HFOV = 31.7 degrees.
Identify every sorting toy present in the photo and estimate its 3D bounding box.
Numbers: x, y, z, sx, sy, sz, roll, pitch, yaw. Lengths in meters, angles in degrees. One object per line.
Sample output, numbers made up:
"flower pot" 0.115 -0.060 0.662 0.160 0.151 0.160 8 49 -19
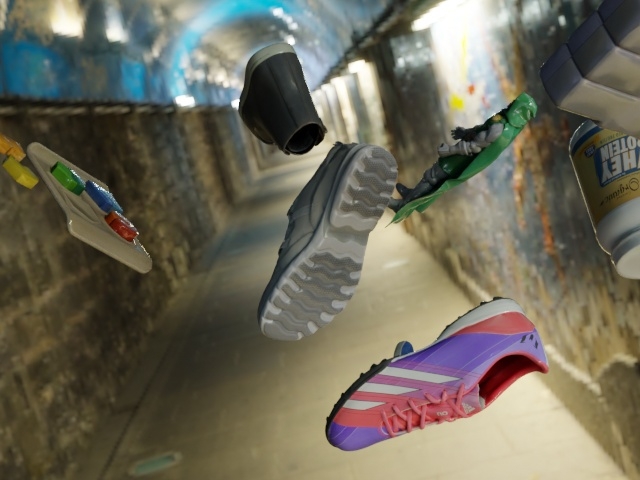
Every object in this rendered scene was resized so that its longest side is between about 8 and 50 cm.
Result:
"sorting toy" -0.416 -0.079 1.902 0.041 0.229 0.307 -43 -38 9

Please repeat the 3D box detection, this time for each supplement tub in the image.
"supplement tub" 0.421 -0.065 1.486 0.144 0.200 0.144 -9 -29 -5

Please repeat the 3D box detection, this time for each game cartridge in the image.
"game cartridge" 0.379 -0.160 0.955 0.355 0.068 0.230 11 -39 -35

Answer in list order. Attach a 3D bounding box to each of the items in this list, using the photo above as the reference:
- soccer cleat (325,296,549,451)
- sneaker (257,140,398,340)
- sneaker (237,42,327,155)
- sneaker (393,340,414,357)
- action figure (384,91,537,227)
"soccer cleat" 0.151 0.201 1.497 0.318 0.109 0.116 -33 47 4
"sneaker" 0.000 0.000 1.459 0.105 0.281 0.115 30 1 -34
"sneaker" -0.047 -0.140 1.398 0.083 0.118 0.222 -20 -17 -6
"sneaker" 0.159 0.214 1.745 0.084 0.058 0.152 -15 40 19
"action figure" 0.179 -0.107 1.408 0.232 0.063 0.137 -38 4 32
